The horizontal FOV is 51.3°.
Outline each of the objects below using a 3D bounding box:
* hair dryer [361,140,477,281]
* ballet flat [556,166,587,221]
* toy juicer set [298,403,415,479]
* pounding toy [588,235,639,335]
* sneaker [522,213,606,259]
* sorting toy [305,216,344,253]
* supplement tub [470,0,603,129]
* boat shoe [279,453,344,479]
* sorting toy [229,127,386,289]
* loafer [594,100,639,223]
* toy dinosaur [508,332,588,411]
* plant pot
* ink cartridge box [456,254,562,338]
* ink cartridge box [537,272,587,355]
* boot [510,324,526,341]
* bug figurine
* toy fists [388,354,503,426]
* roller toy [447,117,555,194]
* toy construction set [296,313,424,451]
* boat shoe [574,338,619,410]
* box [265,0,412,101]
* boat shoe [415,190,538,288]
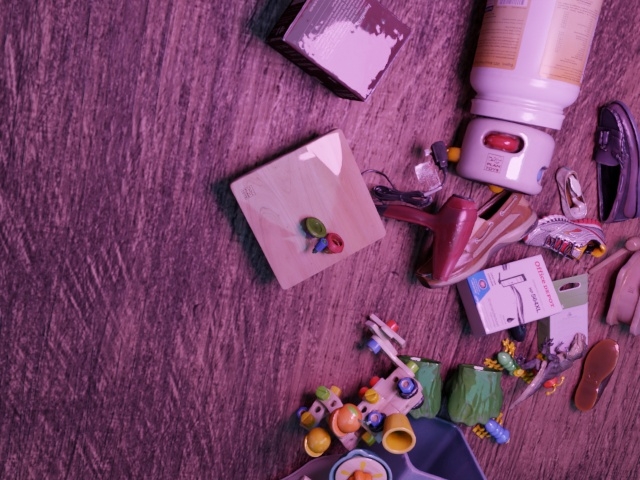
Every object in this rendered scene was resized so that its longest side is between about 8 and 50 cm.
[{"bbox_3d":[0.229,-0.050,1.457,0.223,0.080,0.294,-25,84,21],"label":"hair dryer"},{"bbox_3d":[0.614,-0.100,1.615,0.057,0.052,0.168,-31,111,-6],"label":"ballet flat"},{"bbox_3d":[0.050,0.491,1.419,0.209,0.089,0.329,19,114,-8],"label":"toy juicer set"},{"bbox_3d":[0.792,0.100,1.714,0.154,0.154,0.270,-19,122,-40],"label":"pounding toy"},{"bbox_3d":[0.591,-0.005,1.598,0.225,0.093,0.088,1,143,-15],"label":"sneaker"},{"bbox_3d":[0.000,0.000,1.375,0.102,0.061,0.042,36,127,-14],"label":"sorting toy"},{"bbox_3d":[0.442,-0.404,1.388,0.228,0.228,0.317,7,103,-18],"label":"supplement tub"},{"bbox_3d":[-0.030,0.604,1.584,0.335,0.112,0.096,-22,128,7],"label":"boat shoe"},{"bbox_3d":[-0.030,-0.072,1.417,0.255,0.089,0.257,-28,110,-7],"label":"sorting toy"},{"bbox_3d":[0.705,-0.178,1.596,0.095,0.109,0.303,-21,113,-5],"label":"loafer"},{"bbox_3d":[0.547,0.305,1.636,0.268,0.064,0.118,-39,112,-1],"label":"toy dinosaur"},{"bbox_3d":[0.210,0.577,1.595,0.247,0.247,0.252,26,109,-21],"label":"plant pot"},{"bbox_3d":[0.446,0.132,1.583,0.203,0.086,0.148,-15,77,-11],"label":"ink cartridge box"},{"bbox_3d":[0.613,0.182,1.687,0.108,0.062,0.209,-10,107,-12],"label":"ink cartridge box"},{"bbox_3d":[0.461,0.195,1.657,0.099,0.045,0.121,-1,98,-18],"label":"boot"},{"bbox_3d":[0.480,0.390,1.702,0.216,0.072,0.279,39,92,-22],"label":"bug figurine"},{"bbox_3d":[0.300,0.365,1.607,0.279,0.096,0.142,9,90,-2],"label":"toy fists"},{"bbox_3d":[0.397,-0.176,1.451,0.209,0.191,0.146,13,95,-22],"label":"roller toy"},{"bbox_3d":[0.105,0.342,1.527,0.328,0.215,0.151,-54,138,-3],"label":"toy construction set"},{"bbox_3d":[0.735,0.354,1.773,0.073,0.073,0.207,5,111,-56],"label":"boat shoe"},{"bbox_3d":[0.031,-0.399,1.302,0.203,0.168,0.167,33,93,-21],"label":"box"},{"bbox_3d":[0.349,-0.013,1.537,0.324,0.122,0.120,-33,106,-14],"label":"boat shoe"}]
